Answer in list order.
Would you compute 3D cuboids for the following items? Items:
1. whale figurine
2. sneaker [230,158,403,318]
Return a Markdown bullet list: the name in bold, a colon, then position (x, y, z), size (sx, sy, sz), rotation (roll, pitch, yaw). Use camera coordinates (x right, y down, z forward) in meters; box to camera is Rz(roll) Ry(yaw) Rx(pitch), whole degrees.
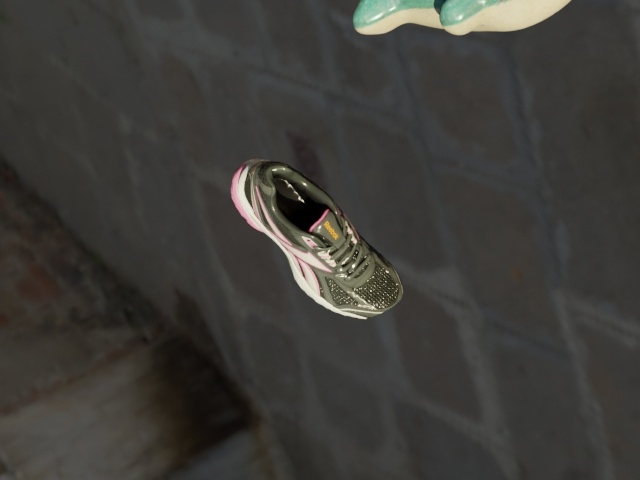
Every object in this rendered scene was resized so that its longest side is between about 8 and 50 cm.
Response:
- **whale figurine**: position (0.155, -0.306, 1.744), size (0.272, 0.216, 0.141), rotation (-10, 124, 27)
- **sneaker**: position (0.000, 0.000, 1.360), size (0.178, 0.072, 0.077), rotation (39, 165, -12)
